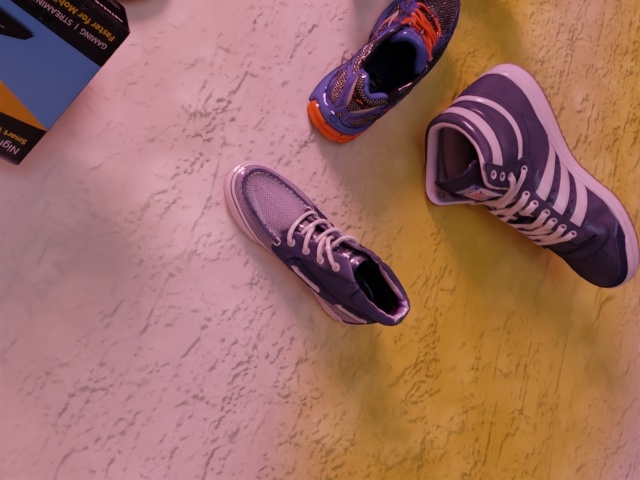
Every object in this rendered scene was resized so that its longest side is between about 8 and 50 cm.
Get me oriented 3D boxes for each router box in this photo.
[{"bbox_3d":[-0.229,-0.141,0.322,0.133,0.046,0.179,-41,136,17],"label":"router box"}]

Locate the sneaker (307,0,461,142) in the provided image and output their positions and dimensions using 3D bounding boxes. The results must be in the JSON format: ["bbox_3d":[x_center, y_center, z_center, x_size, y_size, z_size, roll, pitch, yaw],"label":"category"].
[{"bbox_3d":[0.083,-0.183,0.535,0.083,0.087,0.221,43,68,-18],"label":"sneaker"}]

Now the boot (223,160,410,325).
[{"bbox_3d":[0.000,0.000,0.474,0.190,0.086,0.069,46,67,-15],"label":"boot"}]

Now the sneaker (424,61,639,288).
[{"bbox_3d":[0.219,-0.040,0.581,0.153,0.099,0.282,-36,94,-30],"label":"sneaker"}]
